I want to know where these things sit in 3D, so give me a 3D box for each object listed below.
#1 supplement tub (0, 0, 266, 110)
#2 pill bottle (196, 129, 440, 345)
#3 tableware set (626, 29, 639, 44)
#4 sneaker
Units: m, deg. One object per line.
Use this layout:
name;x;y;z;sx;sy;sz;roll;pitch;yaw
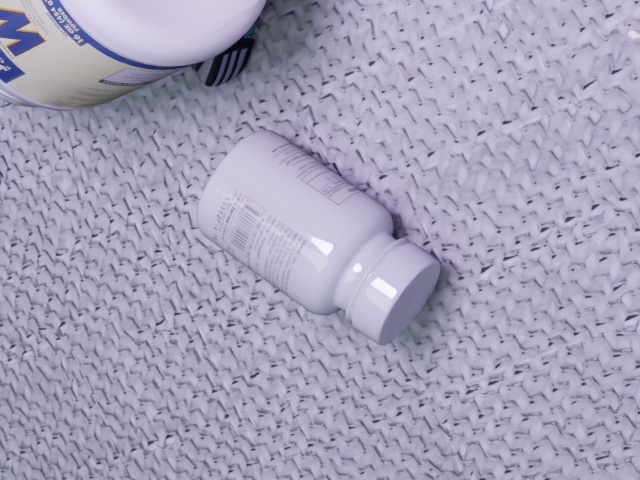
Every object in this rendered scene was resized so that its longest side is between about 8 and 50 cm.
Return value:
supplement tub;-0.216;-0.254;1.620;0.325;0.235;0.235;-13;99;56
pill bottle;0.000;0.000;1.700;0.229;0.131;0.131;35;122;19
tableware set;0.372;-0.203;1.452;0.194;0.039;0.128;21;105;19
sneaker;-0.102;-0.266;1.707;0.098;0.083;0.224;39;124;21
